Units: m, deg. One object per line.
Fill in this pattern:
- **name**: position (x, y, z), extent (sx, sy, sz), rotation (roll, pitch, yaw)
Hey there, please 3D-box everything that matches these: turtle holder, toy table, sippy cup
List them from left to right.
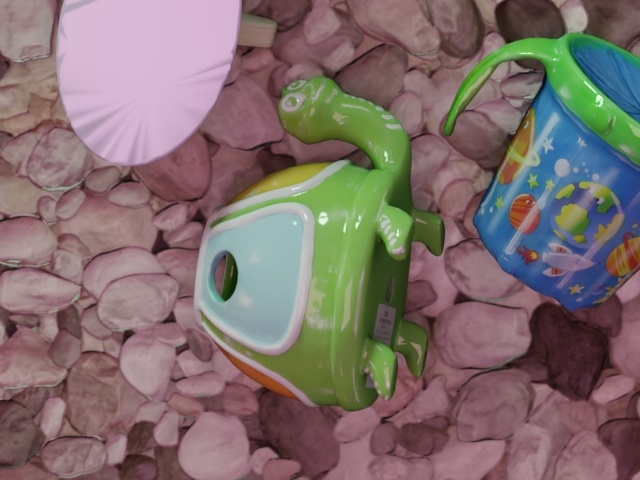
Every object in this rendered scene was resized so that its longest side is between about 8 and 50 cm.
- **toy table**: position (-0.171, -0.226, 1.883), extent (0.252, 0.161, 0.274), rotation (25, 104, -8)
- **turtle holder**: position (-0.005, 0.013, 1.918), extent (0.227, 0.243, 0.320), rotation (8, 116, 14)
- **sippy cup**: position (0.283, -0.058, 1.918), extent (0.305, 0.240, 0.224), rotation (46, 117, 26)
